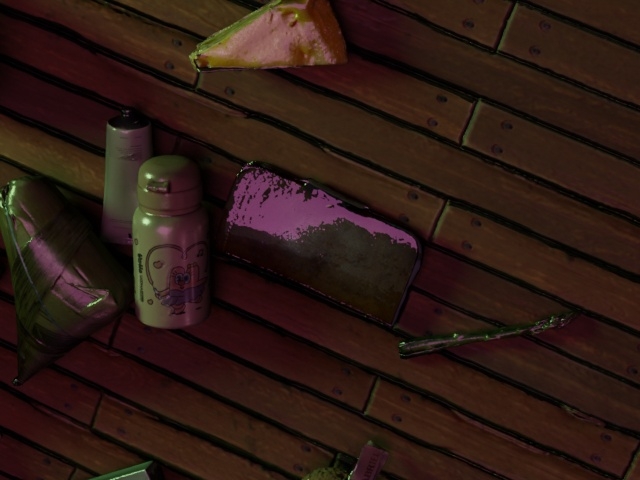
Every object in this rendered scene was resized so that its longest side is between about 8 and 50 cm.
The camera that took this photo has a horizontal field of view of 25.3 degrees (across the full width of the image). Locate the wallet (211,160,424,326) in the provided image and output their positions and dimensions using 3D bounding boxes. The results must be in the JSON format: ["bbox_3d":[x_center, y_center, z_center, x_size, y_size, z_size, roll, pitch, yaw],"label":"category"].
[{"bbox_3d":[0.000,0.000,1.762,0.255,0.031,0.137,24,110,8],"label":"wallet"}]

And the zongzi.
[{"bbox_3d":[-0.377,0.049,1.847,0.242,0.112,0.221,-36,91,30],"label":"zongzi"}]

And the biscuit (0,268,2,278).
[{"bbox_3d":[-0.664,0.017,1.886,0.395,0.166,0.342,47,114,-2],"label":"biscuit"}]

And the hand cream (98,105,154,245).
[{"bbox_3d":[-0.241,-0.079,1.801,0.087,0.054,0.186,7,114,10],"label":"hand cream"}]

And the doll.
[{"bbox_3d":[0.015,0.354,1.819,0.115,0.105,0.221,30,114,13],"label":"doll"}]

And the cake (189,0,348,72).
[{"bbox_3d":[-0.054,-0.228,1.701,0.185,0.080,0.116,-35,106,12],"label":"cake"}]

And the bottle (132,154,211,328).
[{"bbox_3d":[-0.183,-0.004,1.775,0.097,0.110,0.209,6,112,11],"label":"bottle"}]

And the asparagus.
[{"bbox_3d":[0.204,0.116,1.743,0.232,0.023,0.022,-12,146,19],"label":"asparagus"}]

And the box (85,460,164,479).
[{"bbox_3d":[-0.254,0.446,1.955,0.210,0.045,0.270,-20,99,20],"label":"box"}]
